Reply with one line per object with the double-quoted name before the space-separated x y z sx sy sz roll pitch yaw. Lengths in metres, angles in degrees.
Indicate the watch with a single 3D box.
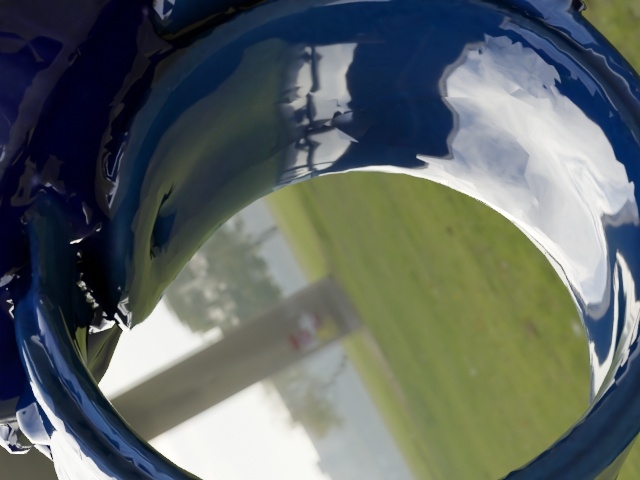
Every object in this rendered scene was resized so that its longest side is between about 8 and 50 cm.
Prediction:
"watch" -0.004 0.003 0.453 0.200 0.196 0.171 26 164 14
